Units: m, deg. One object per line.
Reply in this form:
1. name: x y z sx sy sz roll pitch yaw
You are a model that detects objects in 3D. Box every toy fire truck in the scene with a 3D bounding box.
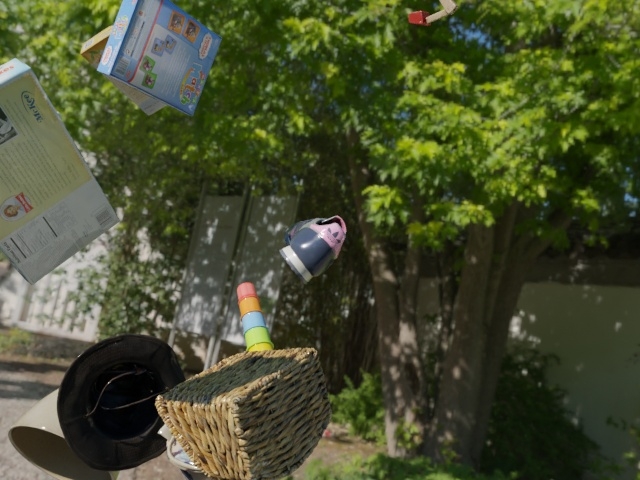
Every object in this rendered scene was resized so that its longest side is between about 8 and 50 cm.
1. toy fire truck: 0.321 -0.630 1.620 0.192 0.135 0.047 7 13 37

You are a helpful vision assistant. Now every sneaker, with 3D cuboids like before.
1. sneaker: 0.000 0.000 1.309 0.112 0.131 0.319 51 6 -10

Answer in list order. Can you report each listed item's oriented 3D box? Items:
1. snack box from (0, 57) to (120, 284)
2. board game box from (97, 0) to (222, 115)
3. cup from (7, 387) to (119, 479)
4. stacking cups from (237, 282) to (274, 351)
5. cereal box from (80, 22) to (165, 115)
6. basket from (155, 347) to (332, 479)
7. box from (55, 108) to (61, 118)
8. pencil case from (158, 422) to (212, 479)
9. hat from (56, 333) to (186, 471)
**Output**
1. snack box: -0.471 -0.098 1.001 0.060 0.187 0.322 30 -30 36
2. board game box: -0.274 -0.328 1.105 0.039 0.160 0.211 22 2 29
3. cup: -0.695 0.543 1.854 0.331 0.237 0.331 12 -46 13
4. stacking cups: -0.207 0.273 2.046 0.096 0.316 0.096 -10 -39 -8
5. cereal box: -0.446 -0.435 1.577 0.173 0.047 0.240 -23 -39 20
6. basket: -0.146 0.367 1.305 0.223 0.213 0.299 -9 7 33
7. box: -0.573 -0.182 1.241 0.127 0.149 0.232 -8 17 -24
8. pencil case: -0.233 0.550 1.440 0.183 0.160 0.410 22 -43 27
9. hat: -0.483 0.376 1.522 0.331 0.331 0.134 16 -4 -33
